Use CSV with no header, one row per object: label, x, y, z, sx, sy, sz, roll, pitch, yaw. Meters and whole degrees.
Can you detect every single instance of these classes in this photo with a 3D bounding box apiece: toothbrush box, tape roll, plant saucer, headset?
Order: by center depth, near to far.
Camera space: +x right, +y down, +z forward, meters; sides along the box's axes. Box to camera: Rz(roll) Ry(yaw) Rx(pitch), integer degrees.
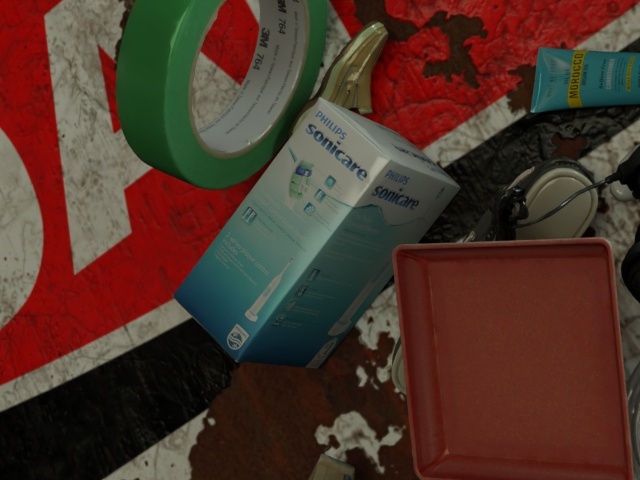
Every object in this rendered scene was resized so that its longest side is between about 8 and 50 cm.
plant saucer,0.203,0.125,1.483,0.259,0.048,0.258,-3,96,37
headset,0.377,-0.011,1.512,0.394,0.185,0.243,6,61,1
toothbrush box,0.000,0.000,1.701,0.126,0.216,0.295,44,104,25
tape roll,-0.112,-0.222,1.728,0.077,0.321,0.321,24,94,27

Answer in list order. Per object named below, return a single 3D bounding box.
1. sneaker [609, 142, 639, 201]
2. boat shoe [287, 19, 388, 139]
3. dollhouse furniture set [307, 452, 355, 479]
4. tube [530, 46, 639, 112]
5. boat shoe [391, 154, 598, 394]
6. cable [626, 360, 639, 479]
sneaker,0.380,-0.103,1.605,0.152,0.061,0.053,-42,68,18
boat shoe,0.039,-0.182,1.798,0.072,0.068,0.190,39,111,14
dollhouse furniture set,0.081,0.449,1.686,0.303,0.198,0.286,24,119,-2
tube,0.340,-0.185,1.648,0.207,0.052,0.080,3,75,34
boat shoe,0.202,0.044,1.673,0.112,0.095,0.335,35,106,-9
cable,0.441,0.195,1.515,0.257,0.089,0.257,-7,80,27
